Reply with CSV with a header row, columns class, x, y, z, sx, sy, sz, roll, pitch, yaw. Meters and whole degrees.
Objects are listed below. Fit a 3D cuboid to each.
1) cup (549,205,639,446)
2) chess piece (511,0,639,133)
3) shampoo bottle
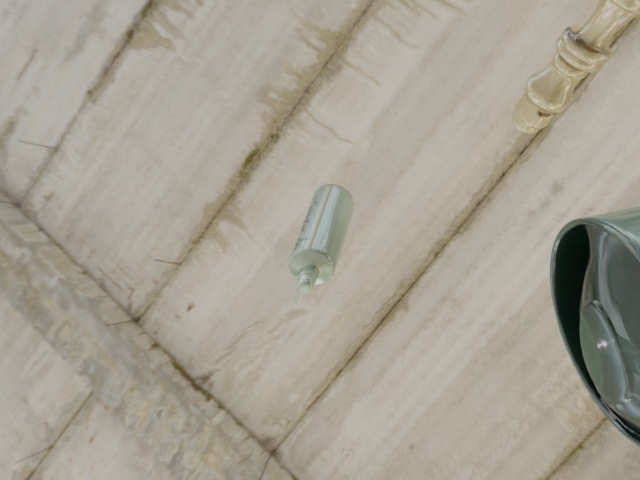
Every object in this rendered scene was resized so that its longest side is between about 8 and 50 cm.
class,x,y,z,sx,sy,sz,roll,pitch,yaw
cup,0.542,0.082,0.730,0.392,0.401,0.310,-15,-83,-3
chess piece,0.490,-0.355,1.104,0.117,0.117,0.397,45,-41,12
shampoo bottle,0.000,0.000,1.072,0.085,0.262,0.085,8,-51,9
